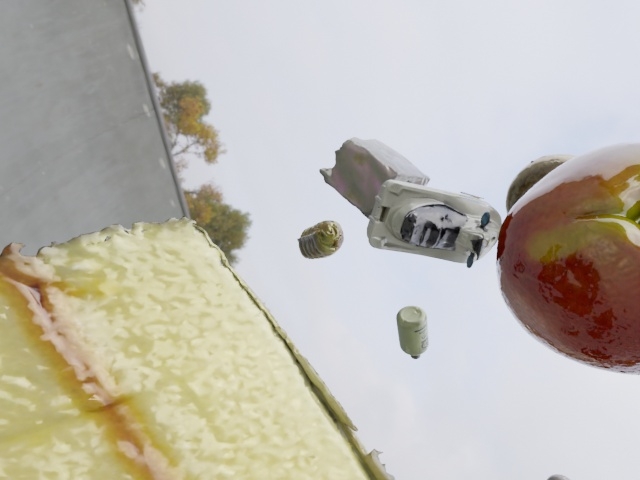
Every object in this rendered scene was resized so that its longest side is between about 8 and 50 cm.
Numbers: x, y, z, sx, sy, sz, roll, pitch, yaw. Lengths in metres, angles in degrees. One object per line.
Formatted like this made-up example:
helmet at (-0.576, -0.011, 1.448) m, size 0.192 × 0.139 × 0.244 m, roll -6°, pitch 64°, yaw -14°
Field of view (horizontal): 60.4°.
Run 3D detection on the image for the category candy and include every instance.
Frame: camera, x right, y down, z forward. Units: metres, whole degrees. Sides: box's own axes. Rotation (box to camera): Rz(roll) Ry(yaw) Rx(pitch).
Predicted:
candy at (0.134, -0.142, 1.289) m, size 0.195 × 0.185 × 0.137 m, roll 42°, pitch -62°, yaw 30°

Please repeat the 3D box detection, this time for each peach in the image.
peach at (0.383, 0.027, 0.703) m, size 0.307 × 0.308 × 0.332 m, roll 65°, pitch 4°, yaw 17°

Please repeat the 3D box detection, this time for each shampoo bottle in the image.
shampoo bottle at (0.245, 0.252, 1.447) m, size 0.079 × 0.079 × 0.161 m, roll 48°, pitch -24°, yaw 51°

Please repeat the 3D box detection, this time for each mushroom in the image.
mushroom at (0.461, -0.057, 1.073) m, size 0.208 × 0.215 × 0.207 m, roll 16°, pitch -55°, yaw 24°

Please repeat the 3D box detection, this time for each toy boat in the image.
toy boat at (0.225, -0.024, 1.008) m, size 0.141 × 0.270 × 0.140 m, roll -167°, pitch -90°, yaw -80°

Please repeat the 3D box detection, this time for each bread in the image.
bread at (0.001, -0.001, 1.572) m, size 0.087 × 0.098 × 0.269 m, roll 36°, pitch -12°, yaw -9°
bread at (-0.135, 0.167, 0.445) m, size 0.242 × 0.346 × 0.404 m, roll 34°, pitch -34°, yaw 47°

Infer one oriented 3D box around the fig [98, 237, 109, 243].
fig at (-0.417, 0.128, 1.047) m, size 0.151 × 0.152 × 0.259 m, roll 116°, pitch -9°, yaw -66°

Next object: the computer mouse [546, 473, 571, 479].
computer mouse at (0.420, 0.435, 0.918) m, size 0.096 × 0.039 × 0.066 m, roll 53°, pitch -27°, yaw 21°
